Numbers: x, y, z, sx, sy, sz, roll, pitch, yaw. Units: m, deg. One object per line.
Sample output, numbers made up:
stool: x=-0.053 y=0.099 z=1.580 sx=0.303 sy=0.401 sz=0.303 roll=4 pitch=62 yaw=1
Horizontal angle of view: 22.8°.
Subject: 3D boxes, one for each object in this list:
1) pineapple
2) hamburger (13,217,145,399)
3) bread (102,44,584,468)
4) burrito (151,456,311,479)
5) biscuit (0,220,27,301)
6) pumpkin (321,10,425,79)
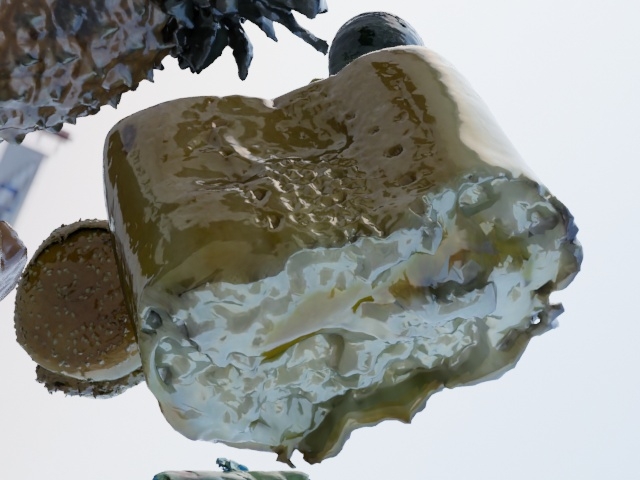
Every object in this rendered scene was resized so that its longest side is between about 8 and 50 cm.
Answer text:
pineapple: x=-0.128 y=-0.188 z=1.233 sx=0.169 sy=0.340 sz=0.169 roll=163 pitch=-90 yaw=-84
hamburger: x=-0.235 y=0.075 z=1.649 sx=0.191 sy=0.182 sz=0.118 roll=-59 pitch=155 yaw=-14
bread: x=0.000 y=0.000 z=1.397 sx=0.394 sy=0.361 sz=0.250 roll=-117 pitch=-166 yaw=-57
burrito: x=-0.128 y=0.354 z=2.335 sx=0.104 sy=0.288 sz=0.054 roll=48 pitch=-55 yaw=51
biscuit: x=-0.285 y=0.051 z=0.994 sx=0.284 sy=0.043 sz=0.306 roll=-36 pitch=171 yaw=26
pumpkin: x=0.062 y=-0.180 z=1.811 sx=0.167 sy=0.125 sz=0.167 roll=19 pitch=90 yaw=-79
